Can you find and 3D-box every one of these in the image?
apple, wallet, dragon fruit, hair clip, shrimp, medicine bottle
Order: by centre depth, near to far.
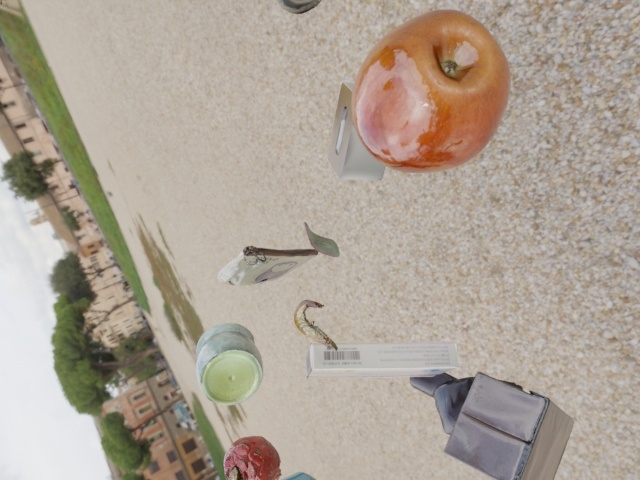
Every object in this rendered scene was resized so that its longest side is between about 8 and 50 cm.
[{"bbox_3d":[0.182,-0.243,0.790,0.251,0.272,0.206,53,161,18],"label":"apple"},{"bbox_3d":[-0.004,0.182,1.022,0.127,0.025,0.091,40,120,15],"label":"shrimp"},{"bbox_3d":[-0.001,0.001,1.074,0.137,0.022,0.054,31,-148,-52],"label":"hair clip"},{"bbox_3d":[-0.209,0.279,1.095,0.143,0.147,0.147,-138,29,-69],"label":"medicine bottle"},{"bbox_3d":[-0.211,0.693,1.476,0.172,0.172,0.209,47,-176,38],"label":"dragon fruit"},{"bbox_3d":[-0.187,0.087,1.611,0.275,0.335,0.068,-30,69,40],"label":"wallet"}]

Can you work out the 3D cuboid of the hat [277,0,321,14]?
[{"bbox_3d":[-0.078,-0.466,0.704,0.161,0.275,0.232,-45,59,27],"label":"hat"}]

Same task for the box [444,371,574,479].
[{"bbox_3d":[0.388,0.396,0.974,0.153,0.188,0.252,17,169,41],"label":"box"}]

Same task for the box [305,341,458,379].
[{"bbox_3d":[0.139,0.298,1.183,0.200,0.344,0.065,104,166,-68],"label":"box"}]

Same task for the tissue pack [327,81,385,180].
[{"bbox_3d":[0.123,-0.316,1.401,0.159,0.136,0.246,-115,30,-53],"label":"tissue pack"}]

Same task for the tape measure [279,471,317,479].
[{"bbox_3d":[-0.030,0.418,0.712,0.125,0.081,0.146,24,117,52],"label":"tape measure"}]

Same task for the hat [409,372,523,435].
[{"bbox_3d":[0.394,0.496,1.353,0.336,0.209,0.238,-3,144,39],"label":"hat"}]

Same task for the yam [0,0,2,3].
[{"bbox_3d":[-0.422,-0.355,0.494,0.238,0.128,0.129,125,144,-55],"label":"yam"}]
